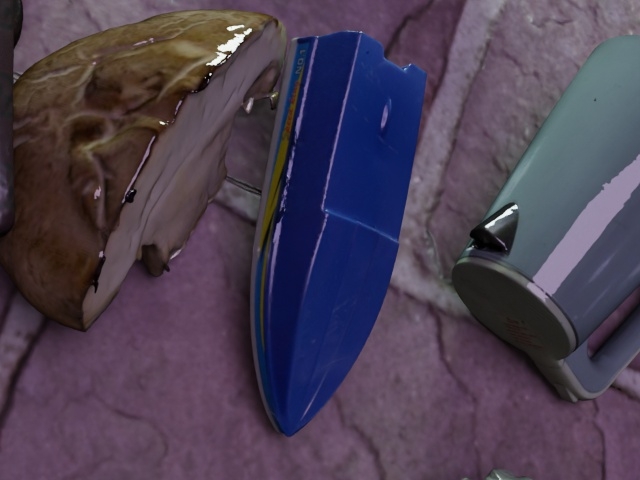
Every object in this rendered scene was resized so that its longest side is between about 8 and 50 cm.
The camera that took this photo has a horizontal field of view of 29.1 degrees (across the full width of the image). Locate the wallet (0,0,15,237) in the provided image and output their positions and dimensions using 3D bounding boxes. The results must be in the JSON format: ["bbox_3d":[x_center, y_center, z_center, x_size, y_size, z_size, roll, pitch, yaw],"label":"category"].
[{"bbox_3d":[-0.290,-0.102,0.818,0.182,0.049,0.229,-6,81,6],"label":"wallet"}]

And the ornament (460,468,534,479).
[{"bbox_3d":[0.057,0.236,0.862,0.285,0.130,0.120,-6,65,-23],"label":"ornament"}]

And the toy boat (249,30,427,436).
[{"bbox_3d":[0.000,0.000,0.925,0.129,0.088,0.295,22,75,-47],"label":"toy boat"}]

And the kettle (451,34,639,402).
[{"bbox_3d":[0.232,-0.008,1.009,0.243,0.160,0.210,-50,125,-18],"label":"kettle"}]

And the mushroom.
[{"bbox_3d":[-0.146,-0.079,0.878,0.151,0.156,0.286,25,60,14],"label":"mushroom"}]

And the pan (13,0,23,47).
[{"bbox_3d":[-0.287,-0.127,0.871,0.114,0.040,0.212,22,68,-10],"label":"pan"}]
